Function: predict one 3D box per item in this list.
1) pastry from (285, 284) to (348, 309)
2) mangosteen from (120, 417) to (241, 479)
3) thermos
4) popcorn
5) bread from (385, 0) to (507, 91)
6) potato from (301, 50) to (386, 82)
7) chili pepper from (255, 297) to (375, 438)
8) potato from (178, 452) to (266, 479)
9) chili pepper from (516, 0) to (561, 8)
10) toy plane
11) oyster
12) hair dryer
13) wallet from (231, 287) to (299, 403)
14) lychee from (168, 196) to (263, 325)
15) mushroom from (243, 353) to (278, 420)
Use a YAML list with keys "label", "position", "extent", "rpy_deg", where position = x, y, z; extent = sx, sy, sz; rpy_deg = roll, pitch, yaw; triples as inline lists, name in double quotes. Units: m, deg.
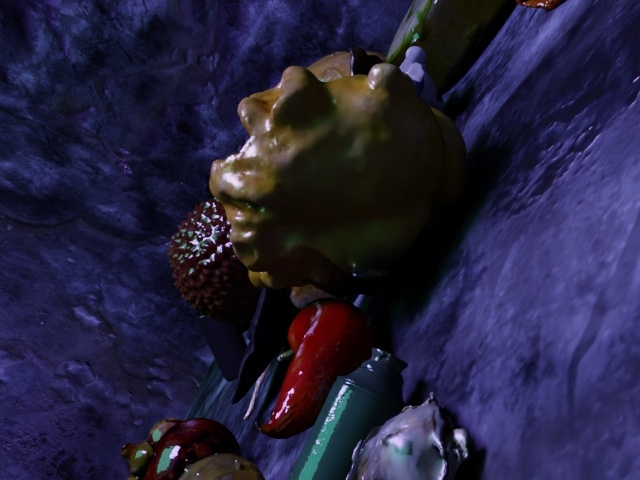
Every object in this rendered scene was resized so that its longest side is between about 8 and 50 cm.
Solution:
- label: "pastry"
  position: [0.021, 0.031, 0.975]
  extent: [0.192, 0.093, 0.182]
  rpy_deg: [-62, 4, 1]
- label: "mangosteen"
  position: [-0.221, 0.365, 0.952]
  extent: [0.199, 0.200, 0.200]
  rpy_deg: [-59, 7, 12]
- label: "thermos"
  position: [0.020, 0.178, 0.495]
  extent: [0.187, 0.073, 0.083]
  rpy_deg: [-63, 6, -17]
- label: "popcorn"
  position: [0.029, -0.053, 0.710]
  extent: [0.280, 0.298, 0.315]
  rpy_deg: [-102, -4, -46]
- label: "bread"
  position: [0.254, -0.449, 1.100]
  extent: [0.366, 0.129, 0.382]
  rpy_deg: [-63, 6, -1]
- label: "potato"
  position: [0.107, -0.298, 1.395]
  extent: [0.296, 0.289, 0.397]
  rpy_deg: [-14, -5, 38]
- label: "chili pepper"
  position: [-0.004, 0.121, 0.690]
  extent: [0.137, 0.091, 0.368]
  rpy_deg: [-29, -3, -2]
- label: "potato"
  position: [-0.118, 0.335, 0.712]
  extent: [0.149, 0.113, 0.251]
  rpy_deg: [-54, 15, -11]
- label: "chili pepper"
  position: [0.304, -0.366, 0.735]
  extent: [0.168, 0.065, 0.088]
  rpy_deg: [-56, 23, -3]
- label: "toy plane"
  position: [0.123, -0.174, 0.964]
  extent: [0.267, 0.123, 0.266]
  rpy_deg: [20, -90, -83]
- label: "oyster"
  position: [0.058, 0.160, 0.394]
  extent: [0.108, 0.053, 0.165]
  rpy_deg: [-44, 17, 48]
- label: "hair dryer"
  position: [-0.192, 0.222, 1.559]
  extent: [0.089, 0.197, 0.251]
  rpy_deg: [-23, 2, 35]
- label: "wallet"
  position: [-0.078, 0.134, 1.116]
  extent: [0.247, 0.041, 0.322]
  rpy_deg: [-51, -19, -56]
- label: "lychee"
  position: [-0.179, 0.030, 1.196]
  extent: [0.267, 0.268, 0.267]
  rpy_deg: [-59, 7, 12]
- label: "mushroom"
  position: [-0.100, 0.244, 1.279]
  extent: [0.286, 0.028, 0.026]
  rpy_deg: [-69, 10, -25]
